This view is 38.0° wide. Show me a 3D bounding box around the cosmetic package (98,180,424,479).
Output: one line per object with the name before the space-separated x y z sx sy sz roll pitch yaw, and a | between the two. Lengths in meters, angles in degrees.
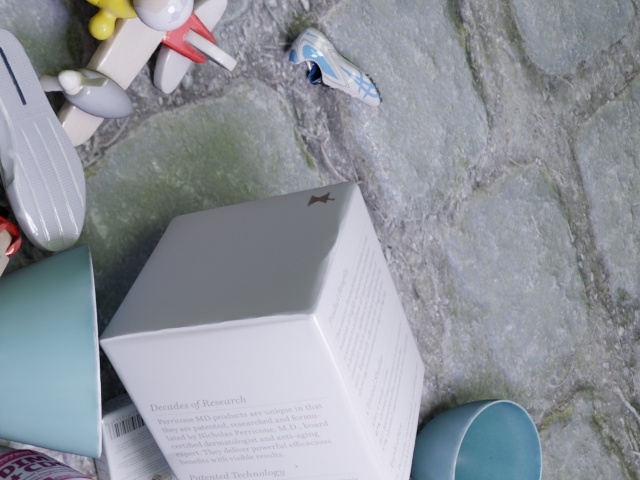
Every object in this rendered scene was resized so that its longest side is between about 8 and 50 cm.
cosmetic package | -0.060 0.178 1.409 0.329 0.327 0.394 -70 144 -54

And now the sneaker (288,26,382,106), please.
sneaker | 0.029 -0.319 1.790 0.237 0.085 0.086 33 98 -40

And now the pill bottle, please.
pill bottle | -0.408 0.386 1.309 0.160 0.283 0.160 -2 93 -40

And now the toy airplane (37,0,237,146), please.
toy airplane | -0.262 -0.358 1.405 0.384 0.272 0.386 -20 121 -28

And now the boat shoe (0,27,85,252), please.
boat shoe | -0.446 -0.142 1.364 0.121 0.119 0.335 -24 100 -47

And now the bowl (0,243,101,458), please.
bowl | -0.405 0.163 1.326 0.163 0.311 0.312 -3 95 -16

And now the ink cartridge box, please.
ink cartridge box | -0.249 0.355 1.590 0.275 0.060 0.239 -19 110 -39

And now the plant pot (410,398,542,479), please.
plant pot | 0.304 0.474 1.966 0.290 0.195 0.290 2 87 -41

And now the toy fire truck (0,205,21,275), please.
toy fire truck | -0.500 -0.018 1.238 0.217 0.246 0.159 38 68 -35
